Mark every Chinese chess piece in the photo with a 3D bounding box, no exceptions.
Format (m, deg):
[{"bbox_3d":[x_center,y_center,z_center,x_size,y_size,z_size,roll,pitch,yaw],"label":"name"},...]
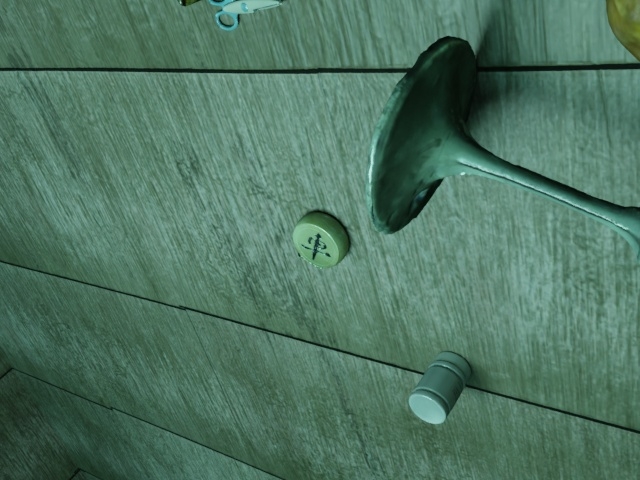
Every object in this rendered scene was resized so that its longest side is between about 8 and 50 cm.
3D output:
[{"bbox_3d":[0.000,0.000,1.022,0.084,0.034,0.084,22,136,23],"label":"Chinese chess piece"}]

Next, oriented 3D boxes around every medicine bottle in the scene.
[{"bbox_3d":[0.171,0.208,1.022,0.058,0.091,0.058,23,138,23],"label":"medicine bottle"}]

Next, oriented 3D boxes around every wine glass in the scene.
[{"bbox_3d":[0.258,-0.022,0.626,0.406,0.267,0.267,29,140,25],"label":"wine glass"}]

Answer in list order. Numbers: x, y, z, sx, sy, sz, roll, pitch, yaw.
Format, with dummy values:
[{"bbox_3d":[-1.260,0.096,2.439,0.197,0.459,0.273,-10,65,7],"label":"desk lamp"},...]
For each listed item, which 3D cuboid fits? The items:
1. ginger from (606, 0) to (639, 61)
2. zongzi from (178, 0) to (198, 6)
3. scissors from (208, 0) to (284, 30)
[{"bbox_3d":[0.360,-0.170,0.471,0.321,0.172,0.165,6,91,30],"label":"ginger"},{"bbox_3d":[-0.161,-0.383,0.778,0.184,0.084,0.187,48,135,9],"label":"zongzi"},{"bbox_3d":[-0.090,-0.280,0.855,0.119,0.014,0.058,9,132,40],"label":"scissors"}]
